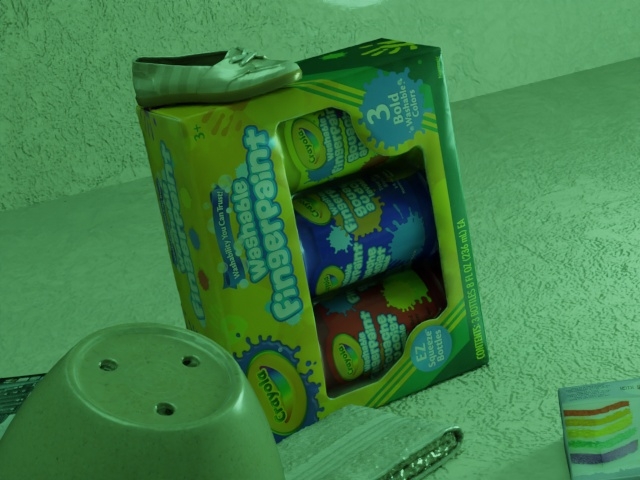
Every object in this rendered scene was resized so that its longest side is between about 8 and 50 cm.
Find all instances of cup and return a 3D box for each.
[{"bbox_3d":[-0.174,0.222,1.370,0.331,0.237,0.331,8,31,-5],"label":"cup"}]

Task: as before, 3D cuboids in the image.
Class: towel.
[{"bbox_3d":[0.010,0.265,1.638,0.187,0.049,0.282,7,24,44],"label":"towel"}]

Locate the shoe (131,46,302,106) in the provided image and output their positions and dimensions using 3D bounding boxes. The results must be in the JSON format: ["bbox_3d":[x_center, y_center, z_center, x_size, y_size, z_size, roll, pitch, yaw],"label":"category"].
[{"bbox_3d":[-0.129,-0.200,1.688,0.219,0.058,0.076,-4,20,20],"label":"shoe"}]

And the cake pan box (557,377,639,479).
[{"bbox_3d":[0.395,0.218,1.514,0.267,0.070,0.246,-8,19,10],"label":"cake pan box"}]

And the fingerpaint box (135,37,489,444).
[{"bbox_3d":[0.000,0.000,1.825,0.371,0.444,0.163,-18,19,-23],"label":"fingerpaint box"}]

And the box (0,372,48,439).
[{"bbox_3d":[-0.485,0.268,1.896,0.307,0.076,0.242,-7,17,14],"label":"box"}]
